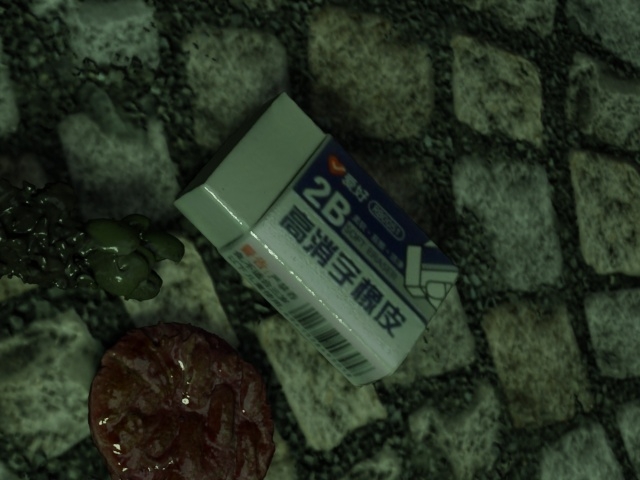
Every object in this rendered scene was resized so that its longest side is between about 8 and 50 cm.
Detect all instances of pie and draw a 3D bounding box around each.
[{"bbox_3d":[-0.099,0.131,0.998,0.154,0.036,0.154,11,69,-29],"label":"pie"}]

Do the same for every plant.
[{"bbox_3d":[-0.174,0.004,0.965,0.174,0.087,0.085,15,103,-33],"label":"plant"}]

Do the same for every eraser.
[{"bbox_3d":[0.000,0.000,1.085,0.210,0.068,0.124,46,57,-12],"label":"eraser"}]
